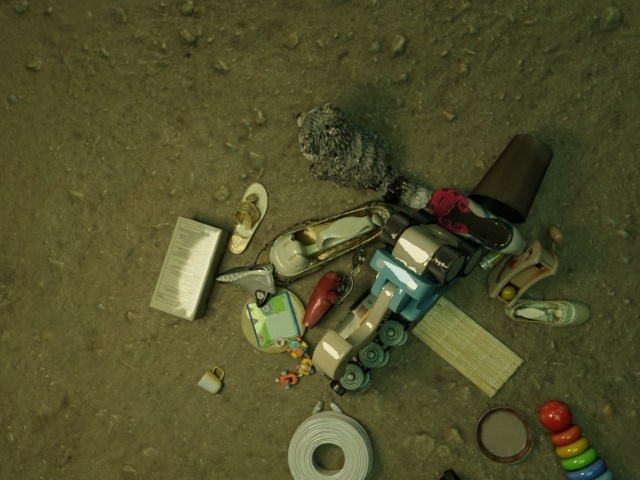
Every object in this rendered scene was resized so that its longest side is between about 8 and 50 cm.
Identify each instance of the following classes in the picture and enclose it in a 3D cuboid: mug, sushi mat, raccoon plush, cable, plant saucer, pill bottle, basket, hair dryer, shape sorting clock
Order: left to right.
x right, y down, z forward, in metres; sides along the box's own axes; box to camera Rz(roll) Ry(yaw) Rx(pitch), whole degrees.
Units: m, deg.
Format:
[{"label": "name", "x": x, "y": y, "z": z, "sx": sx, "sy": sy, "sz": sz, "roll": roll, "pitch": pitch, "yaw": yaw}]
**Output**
[{"label": "mug", "x": -0.339, "y": 0.442, "z": 1.968, "sx": 0.064, "sy": 0.062, "sz": 0.078, "roll": 38, "pitch": 98, "yaw": 0}, {"label": "shape sorting clock", "x": -0.146, "y": 0.248, "z": 1.965, "sx": 0.206, "sy": 0.040, "sz": 0.206, "roll": 0, "pitch": 85, "yaw": 2}, {"label": "hair dryer", "x": 0.024, "y": 0.156, "z": 1.861, "sx": 0.080, "sy": 0.223, "sz": 0.293, "roll": 33, "pitch": 124, "yaw": -1}, {"label": "cable", "x": 0.031, "y": 0.650, "z": 1.896, "sx": 0.257, "sy": 0.089, "sz": 0.257, "roll": 36, "pitch": 91, "yaw": 7}, {"label": "raccoon plush", "x": 0.134, "y": -0.257, "z": 1.834, "sx": 0.447, "sy": 0.299, "sz": 0.216, "roll": 18, "pitch": 88, "yaw": 7}, {"label": "sushi mat", "x": 0.444, "y": 0.322, "z": 1.903, "sx": 0.317, "sy": 0.019, "sz": 0.151, "roll": 39, "pitch": 91, "yaw": 8}, {"label": "pill bottle", "x": 0.521, "y": 0.055, "z": 1.898, "sx": 0.083, "sy": 0.043, "sz": 0.043, "roll": -37, "pitch": 83, "yaw": 4}, {"label": "plant saucer", "x": 0.547, "y": 0.579, "z": 1.871, "sx": 0.169, "sy": 0.029, "sz": 0.168, "roll": 0, "pitch": 87, "yaw": 6}, {"label": "basket", "x": 0.572, "y": -0.186, "z": 1.851, "sx": 0.154, "sy": 0.204, "sz": 0.226, "roll": 37, "pitch": 81, "yaw": -30}]

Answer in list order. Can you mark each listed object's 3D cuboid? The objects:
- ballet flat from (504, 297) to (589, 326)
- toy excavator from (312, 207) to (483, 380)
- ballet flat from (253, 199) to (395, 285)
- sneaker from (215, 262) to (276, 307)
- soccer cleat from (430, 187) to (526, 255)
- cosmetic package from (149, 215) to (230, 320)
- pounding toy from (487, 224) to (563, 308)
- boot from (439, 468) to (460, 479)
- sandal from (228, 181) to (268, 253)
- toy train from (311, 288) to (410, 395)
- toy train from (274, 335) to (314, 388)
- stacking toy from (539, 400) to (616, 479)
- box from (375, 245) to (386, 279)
[{"label": "ballet flat", "x": 0.674, "y": 0.214, "z": 1.851, "sx": 0.249, "sy": 0.086, "sz": 0.086, "roll": 1, "pitch": 87, "yaw": 6}, {"label": "toy excavator", "x": 0.204, "y": 0.161, "z": 1.741, "sx": 0.222, "sy": 0.433, "sz": 0.445, "roll": 35, "pitch": 112, "yaw": 26}, {"label": "ballet flat", "x": 0.000, "y": 0.000, "z": 1.893, "sx": 0.483, "sy": 0.182, "sz": 0.164, "roll": -23, "pitch": 85, "yaw": 5}, {"label": "sneaker", "x": -0.227, "y": 0.149, "z": 1.933, "sx": 0.229, "sy": 0.086, "sz": 0.132, "roll": -10, "pitch": 103, "yaw": 40}, {"label": "soccer cleat", "x": 0.460, "y": -0.046, "z": 1.851, "sx": 0.331, "sy": 0.143, "sz": 0.116, "roll": 41, "pitch": 103, "yaw": 45}, {"label": "cosmetic package", "x": -0.404, "y": 0.087, "z": 1.962, "sx": 0.153, "sy": 0.129, "sz": 0.296, "roll": 19, "pitch": 88, "yaw": 6}, {"label": "pounding toy", "x": 0.625, "y": 0.089, "z": 1.813, "sx": 0.155, "sy": 0.154, "sz": 0.269, "roll": 32, "pitch": 106, "yaw": -13}, {"label": "boot", "x": 0.344, "y": 0.870, "z": 1.825, "sx": 0.260, "sy": 0.131, "sz": 0.347, "roll": -21, "pitch": 85, "yaw": 5}, {"label": "sandal", "x": -0.232, "y": -0.072, "z": 1.975, "sx": 0.088, "sy": 0.079, "sz": 0.239, "roll": 20, "pitch": 89, "yaw": 7}, {"label": "toy train", "x": 0.123, "y": 0.305, "z": 1.891, "sx": 0.190, "sy": 0.142, "sz": 0.334, "roll": 43, "pitch": 93, "yaw": 19}, {"label": "toy train", "x": -0.085, "y": 0.379, "z": 1.930, "sx": 0.125, "sy": 0.046, "sz": 0.166, "roll": -9, "pitch": 102, "yaw": -2}, {"label": "stacking toy", "x": 0.738, "y": 0.618, "z": 1.799, "sx": 0.141, "sy": 0.141, "sz": 0.330, "roll": -28, "pitch": 80, "yaw": 4}, {"label": "box", "x": 0.201, "y": 0.058, "z": 1.910, "sx": 0.027, "sy": 0.094, "sz": 0.136, "roll": 17, "pitch": 88, "yaw": 7}]
